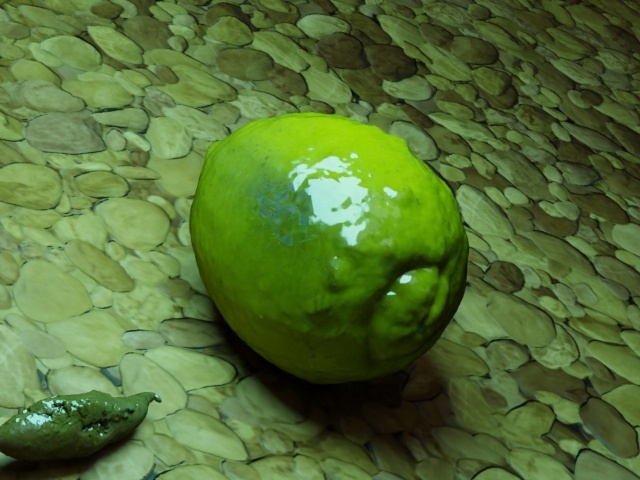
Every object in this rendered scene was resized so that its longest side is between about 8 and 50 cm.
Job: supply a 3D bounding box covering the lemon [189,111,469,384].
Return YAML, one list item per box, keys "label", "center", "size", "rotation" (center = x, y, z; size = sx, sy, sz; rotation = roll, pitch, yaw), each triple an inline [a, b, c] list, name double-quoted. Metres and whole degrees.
- label: "lemon"
  center: [0.005, 0.004, 1.795]
  size: [0.285, 0.285, 0.316]
  rotation: [14, 6, -19]

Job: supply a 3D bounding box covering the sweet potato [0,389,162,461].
- label: "sweet potato"
  center: [-0.216, 0.165, 1.582]
  size: [0.060, 0.068, 0.206]
  rotation: [48, 29, 22]
